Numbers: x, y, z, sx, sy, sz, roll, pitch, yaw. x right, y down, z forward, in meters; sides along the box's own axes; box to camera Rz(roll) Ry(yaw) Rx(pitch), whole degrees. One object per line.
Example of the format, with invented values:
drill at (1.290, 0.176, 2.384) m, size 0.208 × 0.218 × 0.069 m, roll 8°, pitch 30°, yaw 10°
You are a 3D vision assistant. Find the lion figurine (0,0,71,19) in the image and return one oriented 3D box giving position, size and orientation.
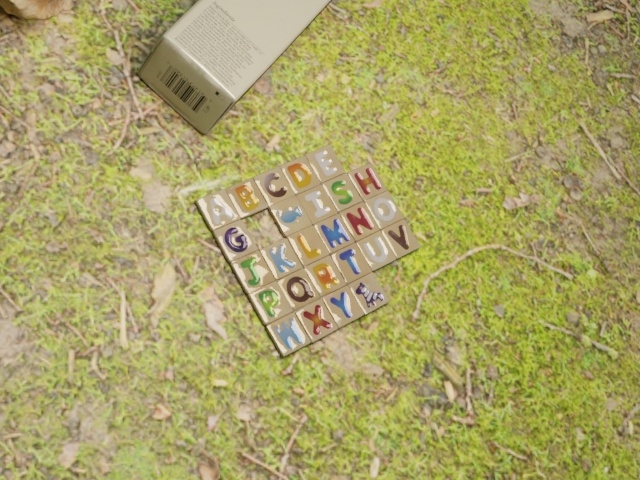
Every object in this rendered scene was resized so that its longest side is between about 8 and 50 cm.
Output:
lion figurine at (-0.409, -0.362, 1.297) m, size 0.392 × 0.142 × 0.240 m, roll 5°, pitch 105°, yaw -33°

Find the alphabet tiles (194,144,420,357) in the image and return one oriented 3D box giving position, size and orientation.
alphabet tiles at (0.000, 0.000, 1.479) m, size 0.237 × 0.009 × 0.198 m, roll -25°, pitch 81°, yaw -33°

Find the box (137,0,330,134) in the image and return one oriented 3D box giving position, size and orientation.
box at (-0.080, -0.255, 1.500) m, size 0.113 × 0.094 × 0.275 m, roll 43°, pitch 55°, yaw -5°
